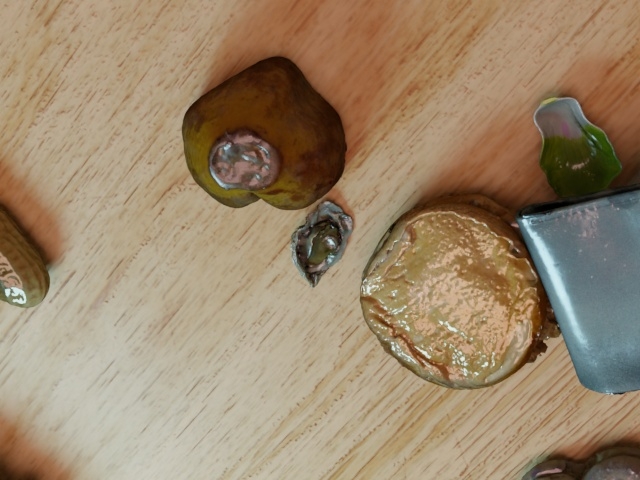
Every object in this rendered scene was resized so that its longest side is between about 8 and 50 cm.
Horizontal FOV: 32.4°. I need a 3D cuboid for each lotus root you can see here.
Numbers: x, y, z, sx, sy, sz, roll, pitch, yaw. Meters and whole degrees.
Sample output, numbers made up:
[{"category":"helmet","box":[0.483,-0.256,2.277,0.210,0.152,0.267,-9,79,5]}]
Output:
[{"category":"lotus root","box":[-0.074,-0.104,1.347,0.188,0.180,0.199,-36,103,16]}]

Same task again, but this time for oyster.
[{"category":"oyster","box":[0.001,0.001,1.463,0.100,0.037,0.098,-40,123,0]}]

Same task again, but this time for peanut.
[{"category":"peanut","box":[-0.444,0.011,1.494,0.194,0.083,0.093,50,145,-8]}]

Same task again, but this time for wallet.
[{"category":"wallet","box":[0.384,0.051,1.237,0.290,0.054,0.251,-12,109,38]}]

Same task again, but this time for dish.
[{"category":"dish","box":[0.311,-0.122,1.362,0.091,0.039,0.137,-22,107,21]}]

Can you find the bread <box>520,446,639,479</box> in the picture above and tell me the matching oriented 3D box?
[{"category":"bread","box":[0.445,0.386,1.527,0.337,0.102,0.183,24,110,-1]}]

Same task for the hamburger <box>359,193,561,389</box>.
[{"category":"hamburger","box":[0.185,0.060,1.401,0.286,0.146,0.243,-8,105,18]}]

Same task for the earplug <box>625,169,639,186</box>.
[{"category":"earplug","box":[0.475,0.037,1.342,0.214,0.175,0.325,-32,114,-21]}]
